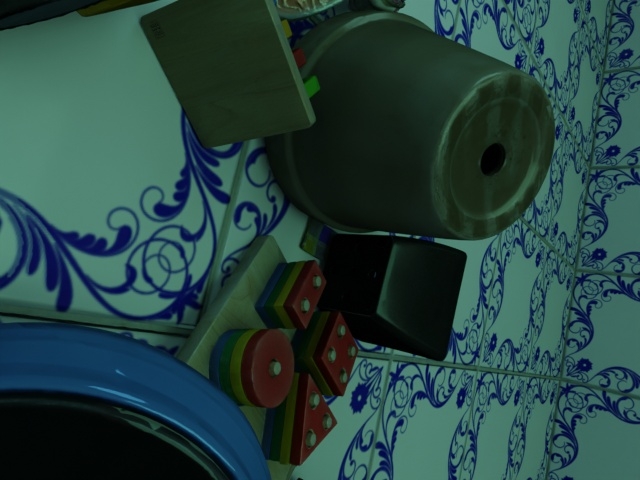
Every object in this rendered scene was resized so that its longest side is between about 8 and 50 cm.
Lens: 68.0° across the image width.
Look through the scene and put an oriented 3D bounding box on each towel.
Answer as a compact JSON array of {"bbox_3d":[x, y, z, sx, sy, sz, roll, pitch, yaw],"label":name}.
[{"bbox_3d":[0.000,0.000,0.780,0.083,0.010,0.060,35,67,-46],"label":"towel"}]

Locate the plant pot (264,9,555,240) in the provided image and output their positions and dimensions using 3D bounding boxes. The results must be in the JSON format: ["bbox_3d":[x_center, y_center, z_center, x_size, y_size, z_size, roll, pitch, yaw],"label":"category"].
[{"bbox_3d":[0.125,-0.131,0.627,0.324,0.280,0.322,-12,116,-26],"label":"plant pot"}]

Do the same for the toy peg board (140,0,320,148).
[{"bbox_3d":[-0.090,-0.206,0.544,0.079,0.161,0.160,-57,133,-46],"label":"toy peg board"}]

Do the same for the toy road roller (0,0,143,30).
[{"bbox_3d":[-0.242,-0.257,0.337,0.329,0.241,0.202,-70,147,-56],"label":"toy road roller"}]

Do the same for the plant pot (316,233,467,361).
[{"bbox_3d":[0.102,0.075,0.786,0.167,0.188,0.187,27,74,-41],"label":"plant pot"}]

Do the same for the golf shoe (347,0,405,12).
[{"bbox_3d":[0.083,-0.373,0.732,0.067,0.086,0.186,55,23,-20],"label":"golf shoe"}]

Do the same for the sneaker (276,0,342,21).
[{"bbox_3d":[0.019,-0.415,0.690,0.302,0.121,0.108,-44,113,-11],"label":"sneaker"}]

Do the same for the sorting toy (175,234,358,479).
[{"bbox_3d":[-0.045,0.165,0.634,0.257,0.090,0.255,65,33,-31],"label":"sorting toy"}]

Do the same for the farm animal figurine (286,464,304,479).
[{"bbox_3d":[0.019,0.516,0.708,0.172,0.331,0.326,-47,155,-39],"label":"farm animal figurine"}]

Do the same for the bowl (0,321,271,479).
[{"bbox_3d":[-0.220,0.257,0.346,0.392,0.077,0.390,-3,101,-17],"label":"bowl"}]
